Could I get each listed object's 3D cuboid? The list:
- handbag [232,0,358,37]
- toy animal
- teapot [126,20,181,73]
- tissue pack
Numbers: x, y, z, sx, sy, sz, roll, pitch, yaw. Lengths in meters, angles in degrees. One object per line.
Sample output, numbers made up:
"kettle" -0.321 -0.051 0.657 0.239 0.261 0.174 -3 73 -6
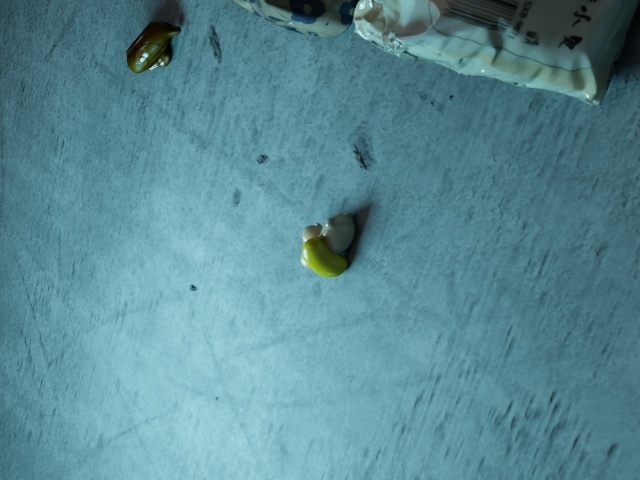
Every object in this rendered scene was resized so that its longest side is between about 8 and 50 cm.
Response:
"handbag" -0.039 -0.462 1.369 0.190 0.193 0.252 28 108 42
"toy animal" 0.000 0.000 1.418 0.082 0.091 0.114 38 117 50
"teapot" -0.327 -0.380 1.713 0.129 0.078 0.098 -43 22 19
"tissue pack" 0.249 -0.368 1.018 0.195 0.390 0.376 -119 45 -63
